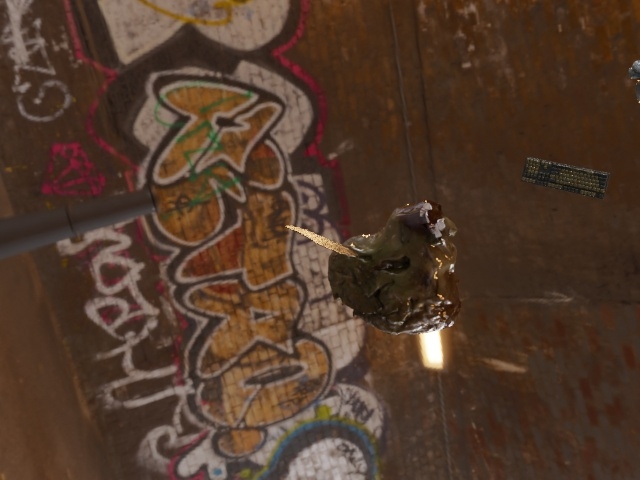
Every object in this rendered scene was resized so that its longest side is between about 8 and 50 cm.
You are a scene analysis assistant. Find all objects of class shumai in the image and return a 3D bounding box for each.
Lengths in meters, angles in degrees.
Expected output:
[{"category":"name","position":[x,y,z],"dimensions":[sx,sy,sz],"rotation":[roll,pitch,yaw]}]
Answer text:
[{"category":"shumai","position":[0.192,0.064,1.451],"dimensions":[0.346,0.217,0.283],"rotation":[32,-36,11]}]

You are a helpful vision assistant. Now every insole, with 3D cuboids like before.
[{"category":"insole","position":[0.000,0.000,0.841],"dimensions":[0.152,0.053,0.002],"rotation":[25,-77,50]}]

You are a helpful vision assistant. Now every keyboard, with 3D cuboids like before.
[{"category":"keyboard","position":[0.505,-0.130,1.284],"dimensions":[0.176,0.014,0.055],"rotation":[20,-70,38]}]

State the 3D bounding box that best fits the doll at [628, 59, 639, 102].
[{"category":"doll","position":[0.493,-0.175,0.842],"dimensions":[0.075,0.120,0.180],"rotation":[-47,-147,37]}]
